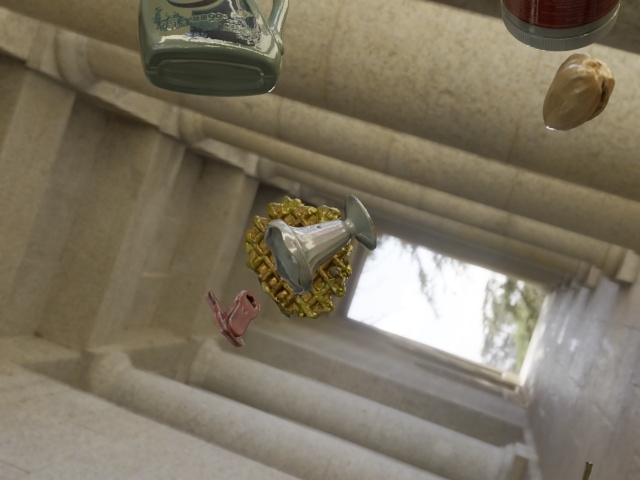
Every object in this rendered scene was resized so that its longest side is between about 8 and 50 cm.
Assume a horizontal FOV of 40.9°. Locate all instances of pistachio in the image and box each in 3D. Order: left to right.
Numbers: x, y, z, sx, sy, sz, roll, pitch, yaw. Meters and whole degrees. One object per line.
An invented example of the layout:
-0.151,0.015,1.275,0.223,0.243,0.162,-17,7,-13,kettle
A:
0.629,-0.360,2.126,0.229,0.157,0.157,112,-177,-59,pistachio

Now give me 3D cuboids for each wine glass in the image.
0.000,0.000,1.738,0.196,0.165,0.165,-28,-30,-17,wine glass

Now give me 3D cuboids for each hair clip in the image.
-0.199,0.173,1.837,0.123,0.102,0.138,50,-144,-22,hair clip

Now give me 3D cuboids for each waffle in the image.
-0.052,0.039,1.941,0.060,0.262,0.281,33,-118,-67,waffle

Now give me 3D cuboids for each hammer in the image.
0.504,0.474,1.651,0.060,0.028,0.195,-78,-12,-47,hammer

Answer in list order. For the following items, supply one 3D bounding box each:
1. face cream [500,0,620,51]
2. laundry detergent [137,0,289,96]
0.399,-0.448,1.417,0.187,0.201,0.201,71,-142,-56,face cream
-0.153,-0.342,1.248,0.105,0.214,0.281,101,170,-55,laundry detergent
